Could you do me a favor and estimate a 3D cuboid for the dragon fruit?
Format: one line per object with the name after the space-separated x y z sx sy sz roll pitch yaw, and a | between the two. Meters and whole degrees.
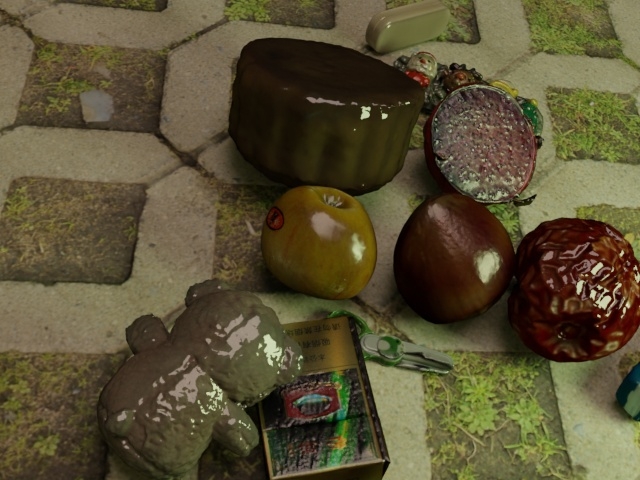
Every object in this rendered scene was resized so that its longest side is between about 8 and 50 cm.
0.266 -0.159 1.682 0.224 0.148 0.218 12 78 -19 | dragon fruit

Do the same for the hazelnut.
0.197 0.018 1.441 0.208 0.208 0.208 8 49 -10 | hazelnut

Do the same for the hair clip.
0.288 -0.283 1.809 0.321 0.091 0.138 21 51 3 | hair clip

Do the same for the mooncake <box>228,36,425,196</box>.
0.002 -0.207 1.557 0.324 0.187 0.324 11 28 -6 | mooncake

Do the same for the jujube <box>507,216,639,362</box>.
0.396 0.069 1.456 0.213 0.213 0.232 20 38 1 | jujube

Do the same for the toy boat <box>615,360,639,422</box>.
0.573 0.182 1.498 0.299 0.096 0.062 -29 55 -36 | toy boat

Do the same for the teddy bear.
-0.164 0.180 1.210 0.236 0.151 0.267 40 67 14 | teddy bear

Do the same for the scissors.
0.101 0.164 1.415 0.204 0.027 0.101 13 51 -2 | scissors

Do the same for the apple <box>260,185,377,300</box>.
0.000 0.000 1.427 0.183 0.155 0.182 15 16 -5 | apple

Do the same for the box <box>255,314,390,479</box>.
-0.010 0.223 1.288 0.159 0.071 0.240 -7 52 -9 | box

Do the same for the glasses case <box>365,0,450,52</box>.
0.179 -0.439 1.915 0.196 0.083 0.050 -21 60 -32 | glasses case
